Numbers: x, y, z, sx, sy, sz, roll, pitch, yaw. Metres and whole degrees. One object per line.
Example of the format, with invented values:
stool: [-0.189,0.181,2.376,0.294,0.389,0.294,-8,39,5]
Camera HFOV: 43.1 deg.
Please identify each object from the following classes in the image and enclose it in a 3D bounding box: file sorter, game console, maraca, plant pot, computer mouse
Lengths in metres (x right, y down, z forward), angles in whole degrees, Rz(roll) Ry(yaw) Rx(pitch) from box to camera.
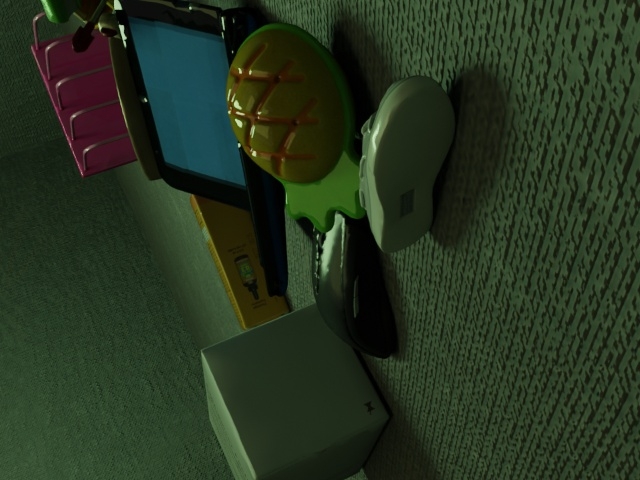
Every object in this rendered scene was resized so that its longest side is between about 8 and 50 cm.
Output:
file sorter: [-0.422,-0.309,1.594,0.290,0.202,0.182,68,161,3]
game console: [-0.138,-0.107,0.930,0.250,0.173,0.293,-95,-2,-47]
maraca: [-0.018,-0.097,0.705,0.127,0.099,0.185,-22,93,45]
plant pot: [-0.219,-0.211,1.162,0.237,0.110,0.237,169,90,-86]
computer mouse: [0.000,0.000,0.853,0.184,0.060,0.262,44,151,54]

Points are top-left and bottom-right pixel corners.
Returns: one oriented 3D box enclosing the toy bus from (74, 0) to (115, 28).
toy bus: [-0.362,-0.461,1.359,0.104,0.191,0.202,-3,115,28]

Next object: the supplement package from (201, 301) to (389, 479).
supplement package: [-0.043,0.235,1.081,0.175,0.177,0.293,62,163,23]

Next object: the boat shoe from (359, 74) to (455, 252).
boat shoe: [0.056,-0.063,0.601,0.063,0.066,0.184,58,171,29]

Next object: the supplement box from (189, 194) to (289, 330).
supplement box: [-0.129,0.023,1.278,0.233,0.078,0.080,68,164,4]

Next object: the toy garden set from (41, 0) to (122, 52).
toy garden set: [-0.231,-0.330,0.955,0.049,0.244,0.204,19,146,16]
